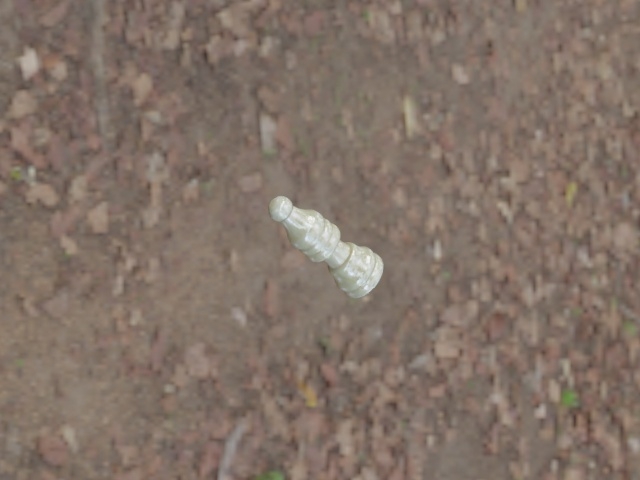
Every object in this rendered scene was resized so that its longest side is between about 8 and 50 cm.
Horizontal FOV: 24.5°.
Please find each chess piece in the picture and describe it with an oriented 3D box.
[{"bbox_3d":[0.000,0.000,0.987,0.092,0.035,0.035,40,56,-31],"label":"chess piece"}]
